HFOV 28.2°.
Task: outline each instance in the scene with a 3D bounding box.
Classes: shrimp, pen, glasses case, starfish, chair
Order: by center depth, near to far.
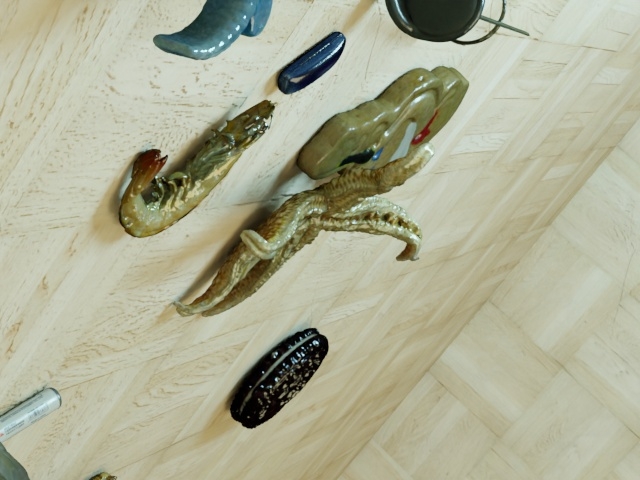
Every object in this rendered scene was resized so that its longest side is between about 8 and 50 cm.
[{"bbox_3d":[-0.117,-0.074,1.137,0.178,0.034,0.124,-44,159,5],"label":"shrimp"},{"bbox_3d":[-0.006,-0.165,1.213,0.083,0.023,0.033,-39,161,-27],"label":"glasses case"},{"bbox_3d":[-0.336,0.200,1.240,0.204,0.025,0.025,-32,159,-43],"label":"pen"},{"bbox_3d":[0.145,-0.240,1.295,0.104,0.095,0.221,-64,160,14],"label":"chair"},{"bbox_3d":[-0.002,-0.010,1.430,0.327,0.094,0.375,-10,160,-40],"label":"starfish"}]

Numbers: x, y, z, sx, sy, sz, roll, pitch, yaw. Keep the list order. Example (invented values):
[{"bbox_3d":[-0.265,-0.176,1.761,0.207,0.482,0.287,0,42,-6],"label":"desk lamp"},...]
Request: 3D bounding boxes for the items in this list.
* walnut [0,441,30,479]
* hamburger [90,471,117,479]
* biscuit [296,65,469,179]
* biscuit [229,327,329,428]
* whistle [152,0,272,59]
[{"bbox_3d":[-0.332,0.241,1.030,0.224,0.224,0.224,-43,164,-15],"label":"walnut"},{"bbox_3d":[-0.296,0.341,1.664,0.083,0.044,0.076,-38,162,-21],"label":"hamburger"},{"bbox_3d":[0.075,-0.124,1.507,0.183,0.047,0.319,-57,161,22],"label":"biscuit"},{"bbox_3d":[-0.061,0.211,1.953,0.194,0.053,0.194,-43,165,-15],"label":"biscuit"},{"bbox_3d":[-0.054,-0.214,0.836,0.269,0.093,0.180,-25,129,-54],"label":"whistle"}]
